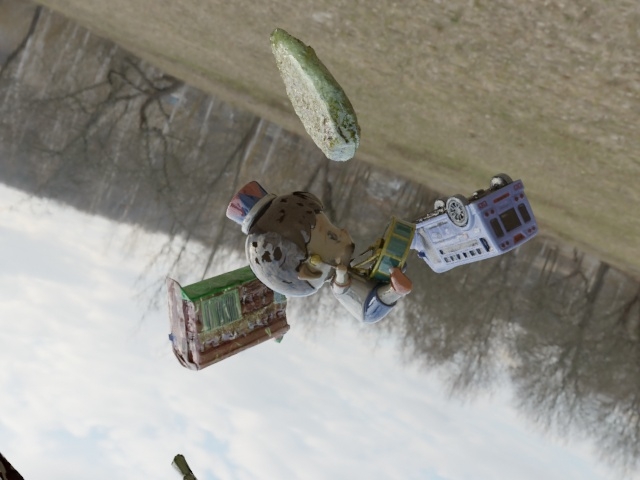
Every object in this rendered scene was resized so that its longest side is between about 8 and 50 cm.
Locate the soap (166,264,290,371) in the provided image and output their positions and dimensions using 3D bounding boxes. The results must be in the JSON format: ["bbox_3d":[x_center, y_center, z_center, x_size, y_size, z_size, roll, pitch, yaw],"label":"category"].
[{"bbox_3d":[-0.189,0.148,1.529,0.098,0.218,0.273,14,-157,40],"label":"soap"}]

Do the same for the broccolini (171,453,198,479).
[{"bbox_3d":[-0.116,0.236,0.678,0.042,0.044,0.218,-5,-174,-24],"label":"broccolini"}]

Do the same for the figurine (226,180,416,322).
[{"bbox_3d":[-0.004,0.009,1.023,0.275,0.158,0.161,20,-172,-4],"label":"figurine"}]

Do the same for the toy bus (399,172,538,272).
[{"bbox_3d":[0.261,-0.021,1.348,0.125,0.133,0.292,-25,-179,-24],"label":"toy bus"}]

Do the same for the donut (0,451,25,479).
[{"bbox_3d":[-0.298,0.195,0.537,0.235,0.089,0.235,50,169,13],"label":"donut"}]

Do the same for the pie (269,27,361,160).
[{"bbox_3d":[-0.007,-0.272,1.361,0.277,0.078,0.277,61,174,12],"label":"pie"}]
